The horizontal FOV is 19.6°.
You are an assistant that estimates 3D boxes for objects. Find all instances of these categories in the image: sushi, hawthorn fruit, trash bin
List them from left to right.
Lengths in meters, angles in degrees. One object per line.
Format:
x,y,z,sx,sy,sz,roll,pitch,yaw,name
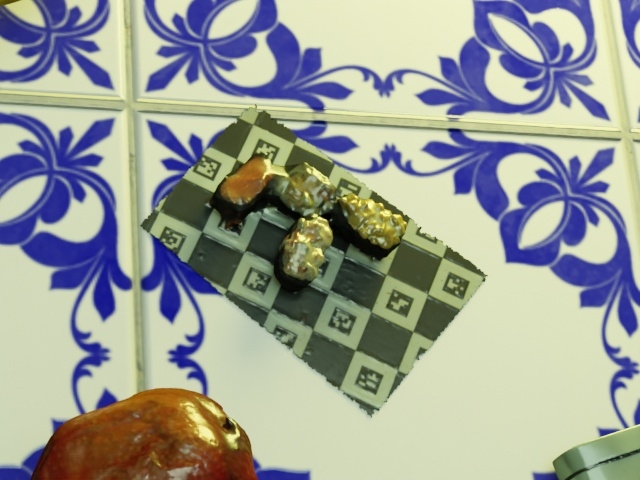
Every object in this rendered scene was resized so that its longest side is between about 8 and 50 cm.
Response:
-0.137,0.198,1.486,0.179,0.173,0.173,27,60,-3,hawthorn fruit
0.000,0.000,1.686,0.279,0.043,0.192,39,61,5,sushi
0.283,0.235,1.645,0.116,0.059,0.130,-15,71,-20,trash bin

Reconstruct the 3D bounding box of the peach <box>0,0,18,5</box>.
-0.353,-0.350,1.626,0.289,0.289,0.308,-32,83,-27,peach
